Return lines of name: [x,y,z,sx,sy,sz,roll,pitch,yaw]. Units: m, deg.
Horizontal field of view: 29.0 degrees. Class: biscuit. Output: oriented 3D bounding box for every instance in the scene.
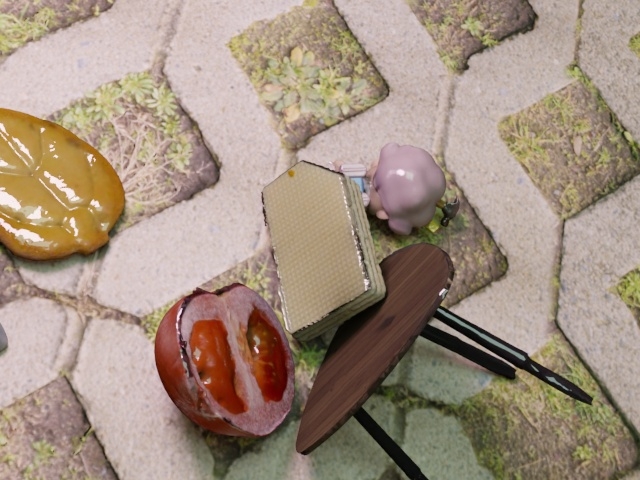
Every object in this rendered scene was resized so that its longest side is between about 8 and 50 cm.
biscuit: [-0.383,-0.082,1.665,0.203,0.041,0.260,-37,79,-30]
biscuit: [0.000,0.000,1.669,0.052,0.150,0.252,25,41,-44]

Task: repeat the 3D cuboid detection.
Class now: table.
table: [0.165,0.172,1.598,0.249,0.317,0.317,34,56,-12]

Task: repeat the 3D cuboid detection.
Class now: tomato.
tomato: [-0.132,0.163,1.553,0.228,0.112,0.199,0,67,-58]

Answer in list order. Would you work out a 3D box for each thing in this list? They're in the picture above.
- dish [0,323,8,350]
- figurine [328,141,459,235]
dish: [-0.514,0.051,1.528,0.182,0.080,0.243,-23,69,-26]
figurine: [0.091,-0.076,1.772,0.229,0.112,0.137,-2,67,-7]
